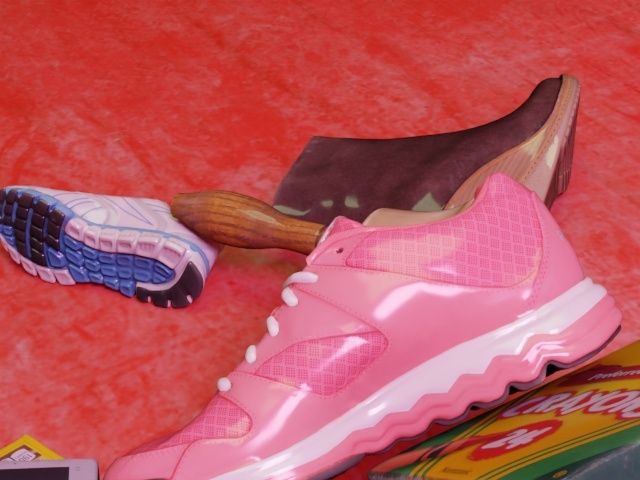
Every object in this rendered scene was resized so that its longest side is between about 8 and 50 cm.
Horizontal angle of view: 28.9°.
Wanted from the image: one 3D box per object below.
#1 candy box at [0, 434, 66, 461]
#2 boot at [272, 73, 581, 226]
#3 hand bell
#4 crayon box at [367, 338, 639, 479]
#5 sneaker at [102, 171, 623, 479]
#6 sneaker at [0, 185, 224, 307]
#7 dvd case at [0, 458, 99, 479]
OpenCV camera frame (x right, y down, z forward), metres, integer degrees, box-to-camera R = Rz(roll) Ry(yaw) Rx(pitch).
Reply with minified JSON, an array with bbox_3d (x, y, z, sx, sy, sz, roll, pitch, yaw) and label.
[{"bbox_3d":[-0.212,0.186,0.696,0.105,0.027,0.206,25,37,31],"label":"candy box"},{"bbox_3d":[0.091,-0.070,0.988,0.206,0.090,0.248,12,42,18],"label":"boot"},{"bbox_3d":[0.000,0.000,0.870,0.242,0.126,0.126,15,40,26],"label":"hand bell"},{"bbox_3d":[0.207,0.099,0.665,0.318,0.081,0.202,-20,0,-23],"label":"crayon box"},{"bbox_3d":[0.009,0.062,0.722,0.313,0.116,0.136,-24,81,-6],"label":"sneaker"},{"bbox_3d":[-0.161,-0.006,0.955,0.190,0.071,0.083,18,34,15],"label":"sneaker"},{"bbox_3d":[-0.234,0.182,0.636,0.238,0.030,0.179,-1,30,-9],"label":"dvd case"}]
